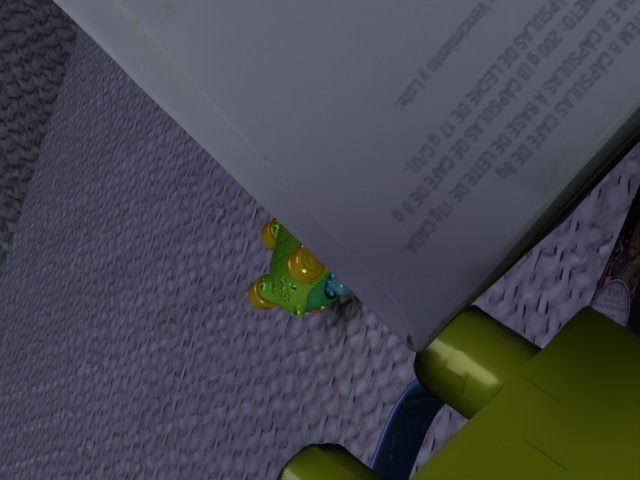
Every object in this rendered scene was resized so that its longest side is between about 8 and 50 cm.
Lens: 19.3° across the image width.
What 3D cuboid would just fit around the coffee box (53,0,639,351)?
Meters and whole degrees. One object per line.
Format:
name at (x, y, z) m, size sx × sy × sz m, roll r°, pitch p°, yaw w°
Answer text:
coffee box at (0.066, -0.216, 0.784) m, size 0.337 × 0.338 × 0.334 m, roll -49°, pitch -7°, yaw 19°

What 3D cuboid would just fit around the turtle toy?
turtle toy at (0.000, 0.000, 1.389) m, size 0.095 × 0.066 × 0.130 m, roll -35°, pitch 38°, yaw 58°

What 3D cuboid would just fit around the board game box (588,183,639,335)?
board game box at (0.209, 0.014, 0.855) m, size 0.165 × 0.042 × 0.243 m, roll -68°, pitch 20°, yaw 4°

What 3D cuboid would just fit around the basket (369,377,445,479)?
basket at (0.061, 0.216, 0.794) m, size 0.255 × 0.201 × 0.289 m, roll 21°, pitch 84°, yaw 59°

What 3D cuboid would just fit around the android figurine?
android figurine at (0.103, 0.123, 0.677) m, size 0.248 × 0.056 × 0.273 m, roll -42°, pitch 42°, yaw -12°
